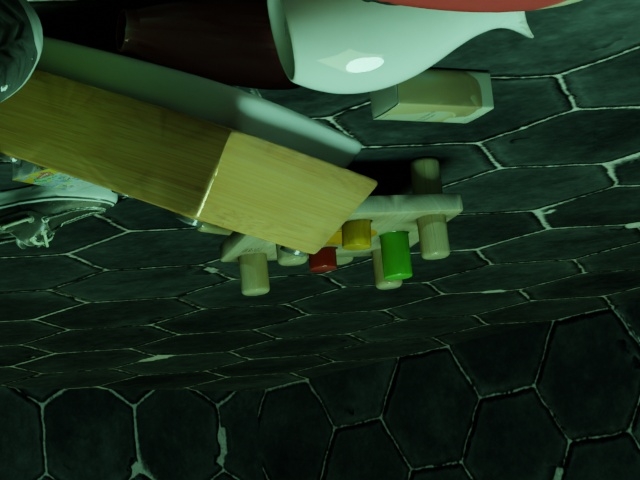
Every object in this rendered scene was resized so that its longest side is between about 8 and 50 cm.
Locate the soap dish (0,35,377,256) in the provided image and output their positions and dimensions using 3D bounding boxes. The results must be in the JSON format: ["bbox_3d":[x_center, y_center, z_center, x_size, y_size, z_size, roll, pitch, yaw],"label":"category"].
[{"bbox_3d":[-0.130,-0.083,1.523,0.291,0.118,0.229,19,-179,33],"label":"soap dish"}]

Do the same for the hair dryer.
[{"bbox_3d":[-0.079,-0.155,1.555,0.223,0.080,0.293,-10,166,28],"label":"hair dryer"}]

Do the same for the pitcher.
[{"bbox_3d":[0.067,-0.203,1.354,0.207,0.125,0.178,-15,149,-9],"label":"pitcher"}]

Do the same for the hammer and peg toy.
[{"bbox_3d":[0.000,0.000,2.215,0.266,0.127,0.361,-2,168,-18],"label":"hammer and peg toy"}]

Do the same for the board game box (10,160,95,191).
[{"bbox_3d":[-0.250,-0.089,1.916,0.154,0.026,0.103,-14,166,32],"label":"board game box"}]

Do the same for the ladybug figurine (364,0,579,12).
[{"bbox_3d":[0.061,-0.240,1.019,0.305,0.162,0.449,-17,164,42],"label":"ladybug figurine"}]

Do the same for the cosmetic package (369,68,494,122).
[{"bbox_3d":[0.114,-0.148,1.777,0.115,0.041,0.060,0,167,-26],"label":"cosmetic package"}]

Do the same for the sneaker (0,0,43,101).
[{"bbox_3d":[-0.391,-0.123,1.432,0.384,0.145,0.147,-18,-178,20],"label":"sneaker"}]

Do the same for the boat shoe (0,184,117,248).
[{"bbox_3d":[-0.345,-0.024,2.069,0.219,0.070,0.078,-9,168,12],"label":"boat shoe"}]
